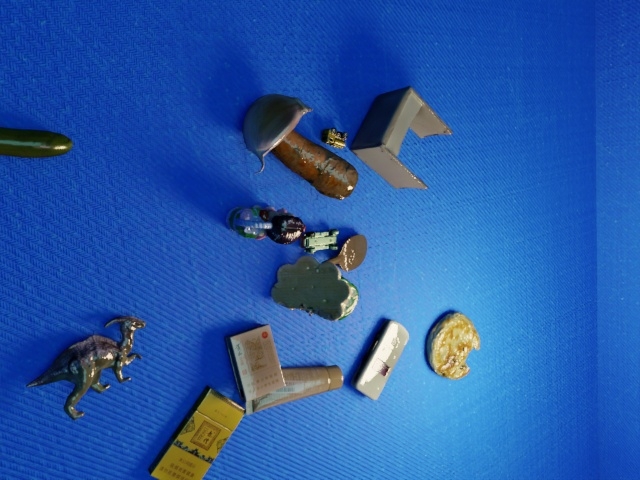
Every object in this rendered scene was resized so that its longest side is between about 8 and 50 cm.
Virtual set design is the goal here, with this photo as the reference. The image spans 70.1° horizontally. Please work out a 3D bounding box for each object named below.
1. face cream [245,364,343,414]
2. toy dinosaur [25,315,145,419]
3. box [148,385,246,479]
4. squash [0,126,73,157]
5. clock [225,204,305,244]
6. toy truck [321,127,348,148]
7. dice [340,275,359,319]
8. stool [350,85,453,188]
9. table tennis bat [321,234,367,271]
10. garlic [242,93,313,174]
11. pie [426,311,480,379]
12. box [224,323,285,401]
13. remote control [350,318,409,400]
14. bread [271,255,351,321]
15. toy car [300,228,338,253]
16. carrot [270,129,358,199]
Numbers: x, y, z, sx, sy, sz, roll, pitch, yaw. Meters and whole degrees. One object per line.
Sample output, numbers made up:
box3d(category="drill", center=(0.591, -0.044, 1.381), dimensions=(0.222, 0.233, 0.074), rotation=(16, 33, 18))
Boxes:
box3d(category="face cream", center=(-0.088, 0.473, 1.505), dimensions=(0.341, 0.084, 0.137), rotation=(0, 79, -29))
box3d(category="toy dinosaur", center=(-0.574, 0.317, 1.173), dimensions=(0.294, 0.077, 0.162), rotation=(-39, 111, -40))
box3d(category="box", center=(-0.361, 0.592, 1.359), dimensions=(0.153, 0.041, 0.279), rotation=(43, 72, -27))
box3d(category="squash", center=(-0.705, -0.224, 1.033), dimensions=(0.258, 0.069, 0.069), rotation=(-2, 96, -33))
box3d(category="clock", center=(-0.160, -0.047, 1.333), dimensions=(0.194, 0.195, 0.100), rotation=(1, 98, -35))
box3d(category="toy truck", center=(0.044, -0.343, 1.522), dimensions=(0.083, 0.049, 0.054), rotation=(10, 90, -35))
box3d(category="dice", center=(0.044, 0.184, 1.533), dimensions=(0.131, 0.120, 0.128), rotation=(41, 74, -28))
box3d(category="stool", center=(0.287, -0.353, 1.608), dimensions=(0.269, 0.170, 0.244), rotation=(34, 77, -31))
box3d(category="table tennis bat", center=(0.088, 0.052, 1.577), dimensions=(0.234, 0.022, 0.131), rotation=(-20, 119, -44))
box3d(category="garlic", center=(-0.166, -0.320, 1.331), dimensions=(0.128, 0.148, 0.267), rotation=(35, 82, -37))
box3d(category="pie", center=(0.565, 0.446, 1.934), dimensions=(0.302, 0.067, 0.303), rotation=(-5, 99, -33))
box3d(category="box", center=(-0.201, 0.372, 1.401), dimensions=(0.141, 0.058, 0.201), rotation=(-15, 89, -31))
box3d(category="remote control", center=(0.227, 0.442, 1.717), dimensions=(0.140, 0.056, 0.296), rotation=(41, 71, -31))
box3d(category="bread", center=(-0.024, 0.146, 1.448), dimensions=(0.039, 0.250, 0.182), rotation=(53, 53, -74))
box3d(category="toy car", center=(0.000, 0.000, 1.525), dimensions=(0.143, 0.054, 0.073), rotation=(-9, 101, -40))
box3d(category="carrot", center=(-0.016, -0.244, 1.447), dimensions=(0.301, 0.138, 0.139), rotation=(35, 76, -23))
